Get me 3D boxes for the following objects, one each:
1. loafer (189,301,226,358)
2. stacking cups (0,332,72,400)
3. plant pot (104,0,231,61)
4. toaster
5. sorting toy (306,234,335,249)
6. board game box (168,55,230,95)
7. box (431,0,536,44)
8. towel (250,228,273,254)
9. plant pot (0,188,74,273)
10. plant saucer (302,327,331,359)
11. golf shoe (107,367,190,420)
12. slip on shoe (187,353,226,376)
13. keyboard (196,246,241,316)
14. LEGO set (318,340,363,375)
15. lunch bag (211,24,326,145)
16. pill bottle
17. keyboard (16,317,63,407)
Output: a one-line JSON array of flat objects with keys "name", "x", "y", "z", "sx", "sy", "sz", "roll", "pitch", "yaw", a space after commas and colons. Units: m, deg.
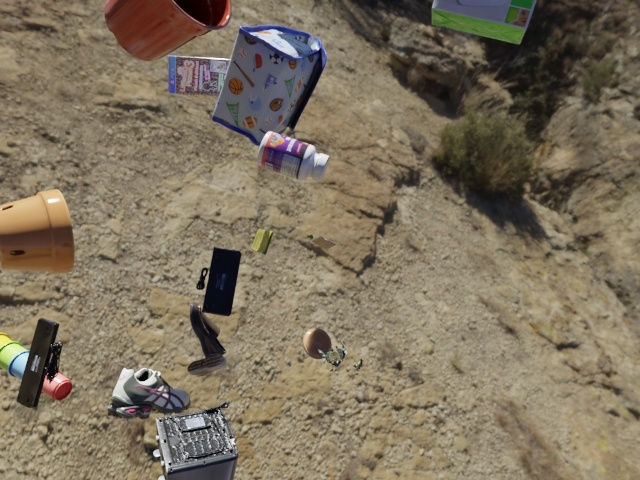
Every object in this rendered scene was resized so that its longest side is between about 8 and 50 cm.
[{"name": "loafer", "x": -0.373, "y": 0.298, "z": 1.674, "sx": 0.078, "sy": 0.220, "sz": 0.080, "roll": -19, "pitch": 18, "yaw": -5}, {"name": "stacking cups", "x": -0.865, "y": 0.371, "z": 1.487, "sx": 0.316, "sy": 0.096, "sz": 0.096, "roll": 18, "pitch": 32, "yaw": 23}, {"name": "plant pot", "x": -0.435, "y": -0.646, "z": 1.385, "sx": 0.272, "sy": 0.265, "sz": 0.273, "roll": 28, "pitch": 53, "yaw": -45}, {"name": "toaster", "x": -0.279, "y": 0.477, "z": 1.147, "sx": 0.185, "sy": 0.110, "sz": 0.168, "roll": -2, "pitch": 26, "yaw": -27}, {"name": "sorting toy", "x": 0.000, "y": 0.000, "z": 1.538, "sx": 0.083, "sy": 0.062, "sz": 0.012, "roll": 29, "pitch": 64, "yaw": -21}, {"name": "board game box", "x": -0.442, "y": -0.647, "z": 2.040, "sx": 0.290, "sy": 0.141, "sz": 0.232, "roll": 3, "pitch": 10, "yaw": -2}, {"name": "box", "x": 0.469, "y": -0.702, "z": 1.392, "sx": 0.261, "sy": 0.231, "sz": 0.127, "roll": 19, "pitch": 7, "yaw": 11}, {"name": "towel", "x": -0.252, "y": 0.003, "z": 2.153, "sx": 0.021, "sy": 0.102, "sz": 0.237, "roll": 18, "pitch": -3, "yaw": -19}, {"name": "plant pot", "x": -0.968, "y": -0.019, "z": 1.679, "sx": 0.203, "sy": 0.291, "sz": 0.291, "roll": -9, "pitch": 54, "yaw": -37}, {"name": "plant saucer", "x": -0.007, "y": 0.274, "z": 1.339, "sx": 0.083, "sy": 0.013, "sz": 0.084, "roll": 13, "pitch": 60, "yaw": -23}, {"name": "golf shoe", "x": -0.432, "y": 0.401, "z": 1.332, "sx": 0.273, "sy": 0.105, "sz": 0.120, "roll": 31, "pitch": 63, "yaw": -65}, {"name": "slip on shoe", "x": -0.317, "y": 0.360, "z": 1.429, "sx": 0.041, "sy": 0.135, "sz": 0.051, "roll": 54, "pitch": 27, "yaw": -31}, {"name": "keyboard", "x": -0.281, "y": 0.110, "z": 1.372, "sx": 0.108, "sy": 0.023, "sz": 0.180, "roll": 9, "pitch": 81, "yaw": 1}, {"name": "LEGO set", "x": 0.036, "y": 0.210, "z": 0.882, "sx": 0.083, "sy": 0.054, "sz": 0.023, "roll": 37, "pitch": -2, "yaw": 25}, {"name": "lunch bag", "x": -0.146, "y": -0.536, "z": 1.709, "sx": 0.238, "sy": 0.328, "sz": 0.385, "roll": 32, "pitch": 30, "yaw": 4}, {"name": "pill bottle", "x": -0.077, "y": -0.239, "z": 1.468, "sx": 0.193, "sy": 0.108, "sz": 0.108, "roll": 19, "pitch": 38, "yaw": 3}, {"name": "keyboard", "x": -0.609, "y": 0.275, "z": 1.113, "sx": 0.100, "sy": 0.192, "sz": 0.038, "roll": 10, "pitch": -5, "yaw": 32}]
